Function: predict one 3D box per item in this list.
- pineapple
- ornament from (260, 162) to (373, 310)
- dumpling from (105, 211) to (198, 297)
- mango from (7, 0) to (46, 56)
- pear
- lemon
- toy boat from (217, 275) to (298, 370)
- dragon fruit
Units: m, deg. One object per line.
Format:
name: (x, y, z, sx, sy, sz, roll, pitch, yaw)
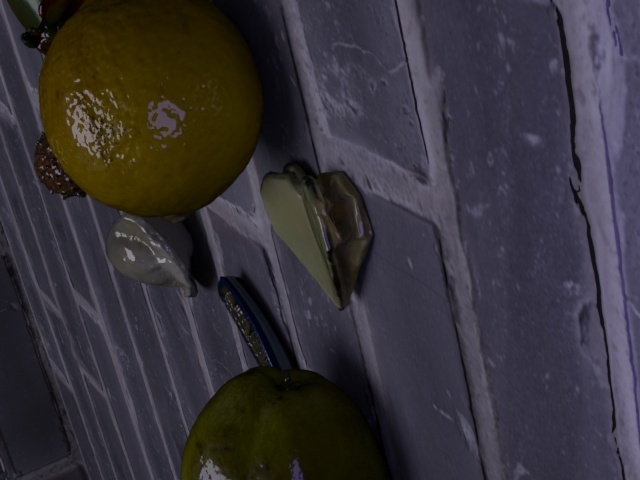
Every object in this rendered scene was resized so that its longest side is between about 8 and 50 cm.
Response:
pineapple: (-0.405, -0.162, 2.221, 0.310, 0.141, 0.170, -7, 80, 61)
ornament: (0.000, 0.000, 1.502, 0.201, 0.059, 0.180, 20, 130, 66)
dumpling: (-0.266, 0.026, 2.086, 0.179, 0.131, 0.252, 42, 167, 0)
mango: (-0.434, -0.377, 2.097, 0.251, 0.114, 0.156, 55, 146, -8)
pear: (-0.046, 0.319, 1.640, 0.269, 0.269, 0.321, 28, 125, 59)
lemon: (-0.200, -0.169, 1.520, 0.293, 0.293, 0.293, 50, 153, 37)
toy boat: (-0.086, 0.148, 1.865, 0.229, 0.046, 0.080, 56, 156, 26)
dragon fruit: (-0.380, -0.356, 1.935, 0.138, 0.175, 0.142, 14, 148, 45)
